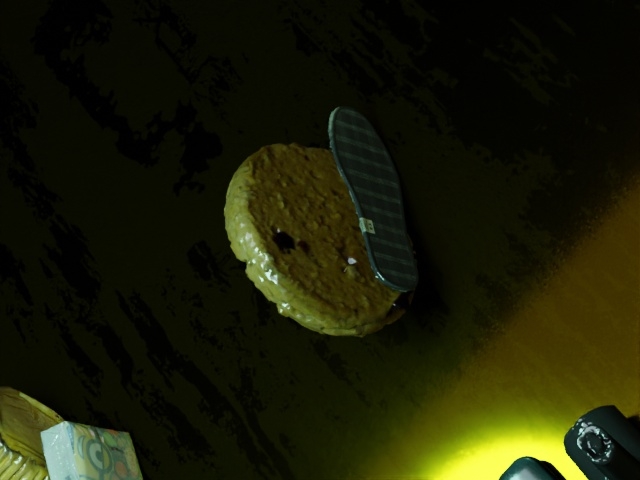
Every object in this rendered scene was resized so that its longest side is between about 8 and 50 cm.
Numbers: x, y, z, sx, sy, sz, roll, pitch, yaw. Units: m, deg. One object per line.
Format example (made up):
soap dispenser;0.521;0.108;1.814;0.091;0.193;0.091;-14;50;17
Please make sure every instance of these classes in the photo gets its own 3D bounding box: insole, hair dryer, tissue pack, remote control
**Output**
insole;0.072;-0.060;1.973;0.012;0.110;0.310;-46;42;37
hair dryer;0.341;0.254;1.643;0.089;0.251;0.197;-41;56;4
tissue pack;-0.322;0.322;2.099;0.060;0.148;0.109;-30;61;23
remote control;0.295;0.352;1.765;0.072;0.042;0.222;-49;57;13

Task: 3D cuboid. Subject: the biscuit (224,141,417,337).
biscuit;-0.001;0.001;1.929;0.075;0.295;0.296;-49;53;41

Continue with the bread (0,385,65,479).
bread;-0.435;0.315;2.145;0.104;0.199;0.199;-47;57;14
